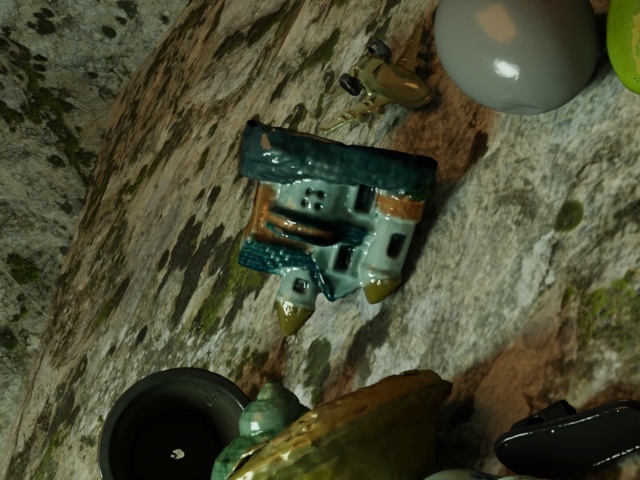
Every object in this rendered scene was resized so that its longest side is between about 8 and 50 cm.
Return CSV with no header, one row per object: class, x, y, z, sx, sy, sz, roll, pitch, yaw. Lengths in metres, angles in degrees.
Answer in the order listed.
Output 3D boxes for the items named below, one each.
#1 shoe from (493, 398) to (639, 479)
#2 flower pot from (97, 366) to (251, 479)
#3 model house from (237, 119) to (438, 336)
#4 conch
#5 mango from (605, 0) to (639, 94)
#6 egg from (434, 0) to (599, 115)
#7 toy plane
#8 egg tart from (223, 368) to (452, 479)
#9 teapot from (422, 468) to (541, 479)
shoe,0.227,0.166,0.757,0.159,0.062,0.053,-34,12,44
flower pot,-0.205,0.313,1.268,0.148,0.235,0.235,128,161,-69
model house,0.000,0.000,1.158,0.184,0.253,0.291,-124,47,-76
conch,-0.068,0.280,1.115,0.188,0.122,0.176,-58,13,4
mango,0.341,-0.225,0.894,0.091,0.074,0.165,-25,45,49
egg,0.228,-0.235,0.999,0.176,0.176,0.232,-51,38,22
toy plane,0.100,-0.249,1.346,0.242,0.104,0.256,-47,19,-4
egg tart,0.028,0.240,0.884,0.290,0.290,0.115,-46,66,30
teapot,0.118,0.266,0.750,0.232,0.159,0.159,-40,34,36
